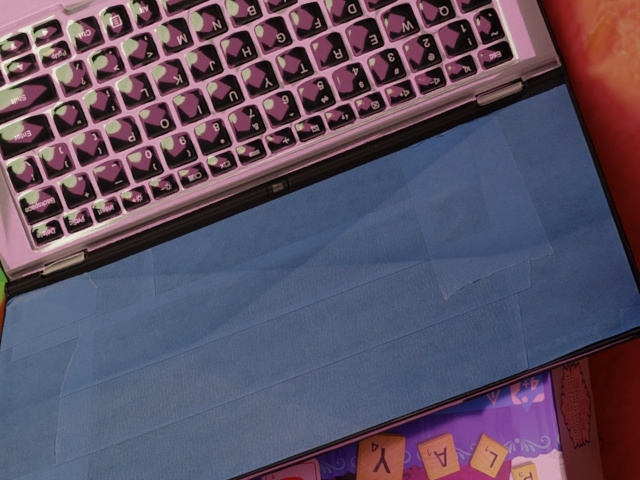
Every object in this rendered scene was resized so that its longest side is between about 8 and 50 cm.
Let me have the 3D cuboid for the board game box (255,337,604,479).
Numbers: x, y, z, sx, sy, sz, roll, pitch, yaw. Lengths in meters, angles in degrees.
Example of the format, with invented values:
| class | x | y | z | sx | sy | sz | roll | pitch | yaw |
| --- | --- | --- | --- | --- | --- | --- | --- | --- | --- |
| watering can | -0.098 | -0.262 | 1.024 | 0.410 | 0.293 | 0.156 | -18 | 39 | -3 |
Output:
| class | x | y | z | sx | sy | sz | roll | pitch | yaw |
| --- | --- | --- | --- | --- | --- | --- | --- | --- | --- |
| board game box | 0.012 | 0.227 | 1.016 | 0.319 | 0.066 | 0.318 | -10 | 86 | 27 |

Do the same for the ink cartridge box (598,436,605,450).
| class | x | y | z | sx | sy | sz | roll | pitch | yaw |
| --- | --- | --- | --- | --- | --- | --- | --- | --- | --- |
| ink cartridge box | 0.062 | 0.171 | 1.100 | 0.127 | 0.128 | 0.176 | 30 | 104 | 24 |

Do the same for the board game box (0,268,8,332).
| class | x | y | z | sx | sy | sz | roll | pitch | yaw |
| --- | --- | --- | --- | --- | --- | --- | --- | --- | --- |
| board game box | -0.253 | -0.014 | 1.318 | 0.124 | 0.039 | 0.259 | 31 | 106 | 23 |

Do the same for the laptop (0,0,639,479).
| class | x | y | z | sx | sy | sz | roll | pitch | yaw |
| --- | --- | --- | --- | --- | --- | --- | --- | --- | --- |
| laptop | -0.061 | -0.084 | 1.042 | 0.382 | 0.236 | 0.408 | -21 | 89 | 9 |
